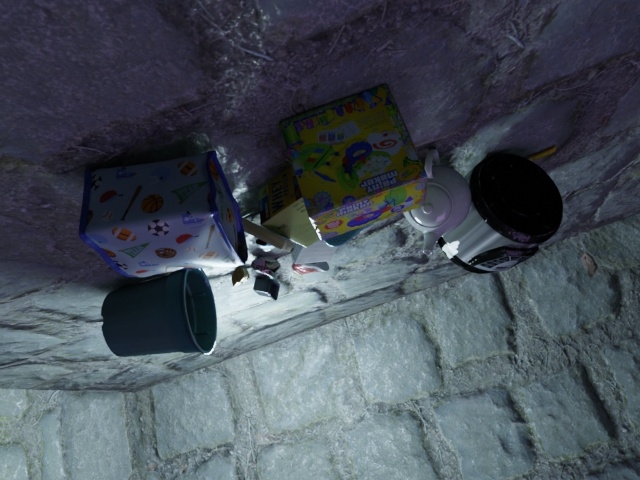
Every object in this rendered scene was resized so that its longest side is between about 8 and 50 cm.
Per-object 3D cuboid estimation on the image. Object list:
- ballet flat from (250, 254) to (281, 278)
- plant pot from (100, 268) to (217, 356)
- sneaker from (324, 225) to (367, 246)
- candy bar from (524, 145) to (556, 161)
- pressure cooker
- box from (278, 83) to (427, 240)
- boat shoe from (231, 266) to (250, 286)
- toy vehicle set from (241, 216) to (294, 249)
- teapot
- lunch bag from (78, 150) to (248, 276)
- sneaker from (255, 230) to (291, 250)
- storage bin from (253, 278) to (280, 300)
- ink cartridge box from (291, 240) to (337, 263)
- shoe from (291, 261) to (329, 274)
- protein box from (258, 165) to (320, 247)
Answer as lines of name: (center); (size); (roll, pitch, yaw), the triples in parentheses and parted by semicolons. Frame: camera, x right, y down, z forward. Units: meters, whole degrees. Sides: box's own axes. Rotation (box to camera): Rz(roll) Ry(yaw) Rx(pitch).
ballet flat: (-0.212, 0.109, 2.097); (0.079, 0.077, 0.221); (-41, 156, 4)
plant pot: (-0.599, 0.283, 1.887); (0.334, 0.341, 0.341); (-12, 160, 4)
sneaker: (0.135, -0.091, 1.835); (0.319, 0.127, 0.208); (-32, 180, -4)
candy bar: (0.820, -0.320, 1.929); (0.162, 0.018, 0.040); (-21, 155, 9)
pressure cooker: (0.643, -0.077, 1.913); (0.375, 0.370, 0.420); (-44, 174, -30)
box: (0.082, -0.192, 1.280); (0.290, 0.279, 0.177); (-18, 159, 2)
boat shoe: (-0.324, 0.147, 2.109); (0.059, 0.063, 0.170); (-10, 167, -27)
toy vehicle set: (-0.174, -0.018, 1.596); (0.166, 0.035, 0.267); (26, 178, 3)
teapot: (0.374, -0.132, 1.681); (0.252, 0.256, 0.187); (-45, 174, 28)
lunch bag: (-0.380, -0.035, 1.321); (0.328, 0.238, 0.385); (-8, 150, 2)
sneaker: (-0.166, -0.009, 1.840); (0.162, 0.063, 0.073); (-27, 154, 22)
storage bin: (-0.246, 0.211, 2.302); (0.091, 0.098, 0.135); (8, 162, 10)
ink cartridge box: (0.000, 0.000, 2.044); (0.181, 0.056, 0.224); (-3, 136, -34)
shoe: (-0.045, 0.117, 2.258); (0.081, 0.063, 0.178); (-32, 150, 35)
protein box: (-0.046, -0.108, 1.524); (0.200, 0.135, 0.201); (-31, 141, 31)
